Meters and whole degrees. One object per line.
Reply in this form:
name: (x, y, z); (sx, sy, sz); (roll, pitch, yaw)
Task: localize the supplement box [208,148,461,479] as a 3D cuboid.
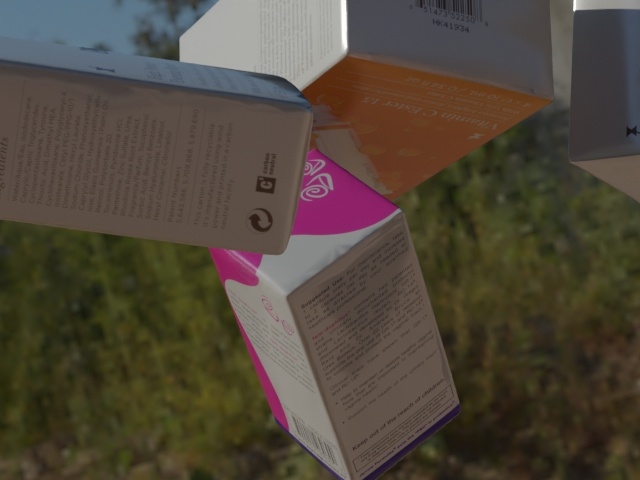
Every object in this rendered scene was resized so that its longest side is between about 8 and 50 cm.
supplement box: (0.011, 0.061, 1.420); (0.114, 0.220, 0.111); (-36, 46, -17)

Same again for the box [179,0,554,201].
box: (0.033, -0.164, 1.799); (0.215, 0.168, 0.345); (9, -21, -26)

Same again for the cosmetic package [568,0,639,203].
cosmetic package: (0.350, -0.222, 1.891); (0.097, 0.377, 0.284); (-5, -16, 31)

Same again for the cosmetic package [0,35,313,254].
cosmetic package: (-0.130, -0.056, 0.982); (0.231, 0.085, 0.117); (9, 10, -12)
